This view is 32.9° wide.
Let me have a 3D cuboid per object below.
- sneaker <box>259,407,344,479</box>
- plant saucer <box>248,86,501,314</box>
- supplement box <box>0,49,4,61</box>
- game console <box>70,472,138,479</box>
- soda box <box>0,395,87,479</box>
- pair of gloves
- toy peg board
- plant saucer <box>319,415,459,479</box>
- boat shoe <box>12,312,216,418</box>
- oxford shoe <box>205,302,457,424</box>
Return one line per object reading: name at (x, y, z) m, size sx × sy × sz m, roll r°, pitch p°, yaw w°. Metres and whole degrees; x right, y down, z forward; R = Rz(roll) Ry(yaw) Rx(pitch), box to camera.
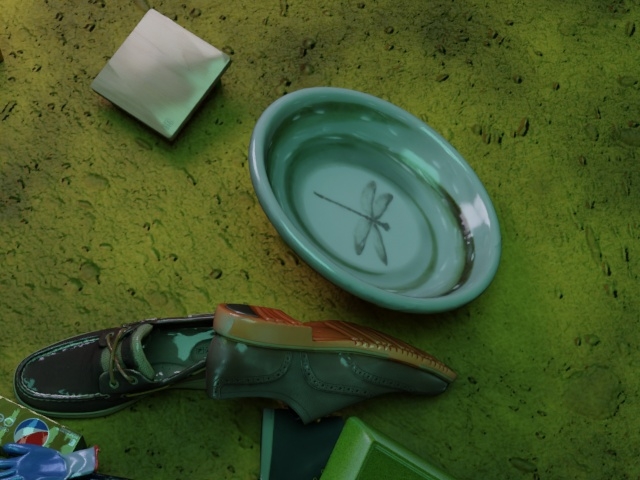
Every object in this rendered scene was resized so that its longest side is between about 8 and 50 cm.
sneaker at (-0.021, 0.323, 1.412) m, size 0.118 × 0.083 × 0.222 m, roll 2°, pitch 61°, yaw -3°
plant saucer at (0.067, -0.044, 1.557) m, size 0.401 × 0.100 × 0.400 m, roll 19°, pitch 45°, yaw -20°
supplement box at (-0.637, -0.335, 1.689) m, size 0.194 × 0.129 × 0.191 m, roll -34°, pitch 70°, yaw -19°
game console at (-0.274, 0.347, 1.389) m, size 0.122 × 0.071 × 0.107 m, roll 10°, pitch 62°, yaw 1°
soda box at (-0.405, 0.254, 1.436) m, size 0.181 × 0.058 × 0.061 m, roll 23°, pitch 63°, yaw 8°
pair of gloves at (-0.340, 0.311, 1.316) m, size 0.159 × 0.023 × 0.198 m, roll -5°, pitch 32°, yaw -14°
toy peg board at (-0.244, -0.250, 1.714) m, size 0.161 × 0.079 × 0.160 m, roll 33°, pitch 81°, yaw 14°
plant saucer at (0.086, 0.346, 1.393) m, size 0.188 × 0.045 × 0.188 m, roll 33°, pitch 62°, yaw -10°
boat shoe at (-0.246, 0.154, 1.462) m, size 0.342 × 0.123 × 0.123 m, roll -6°, pitch 63°, yaw -7°
oxford shoe at (0.014, 0.178, 1.452) m, size 0.364 × 0.130 × 0.132 m, roll 13°, pitch 94°, yaw -23°
